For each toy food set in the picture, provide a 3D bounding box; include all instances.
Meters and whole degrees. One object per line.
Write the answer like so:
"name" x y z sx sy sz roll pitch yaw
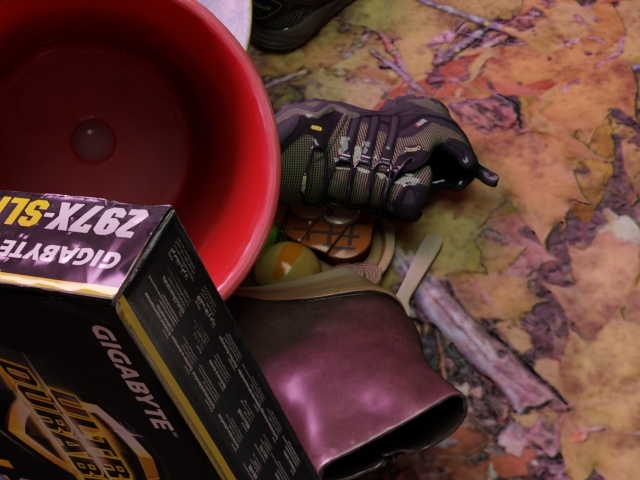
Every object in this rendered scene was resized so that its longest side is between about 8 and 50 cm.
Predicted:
"toy food set" 0.000 0.000 1.221 0.192 0.038 0.132 18 56 17

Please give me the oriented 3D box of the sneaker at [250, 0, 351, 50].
"sneaker" 0.008 -0.295 1.395 0.087 0.130 0.227 32 58 23

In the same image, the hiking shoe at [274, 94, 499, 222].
"hiking shoe" 0.038 -0.063 1.204 0.227 0.086 0.114 -15 40 -27

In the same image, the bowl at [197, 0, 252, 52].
"bowl" -0.209 -0.208 1.303 0.289 0.289 0.156 -12 9 -6

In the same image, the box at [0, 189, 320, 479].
"box" -0.157 0.100 0.943 0.257 0.322 0.079 8 51 29

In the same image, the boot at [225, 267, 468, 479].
"boot" -0.038 0.110 1.065 0.248 0.090 0.207 -21 32 -10

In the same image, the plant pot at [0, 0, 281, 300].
"plant pot" -0.178 -0.069 1.120 0.275 0.275 0.243 -15 8 -8
